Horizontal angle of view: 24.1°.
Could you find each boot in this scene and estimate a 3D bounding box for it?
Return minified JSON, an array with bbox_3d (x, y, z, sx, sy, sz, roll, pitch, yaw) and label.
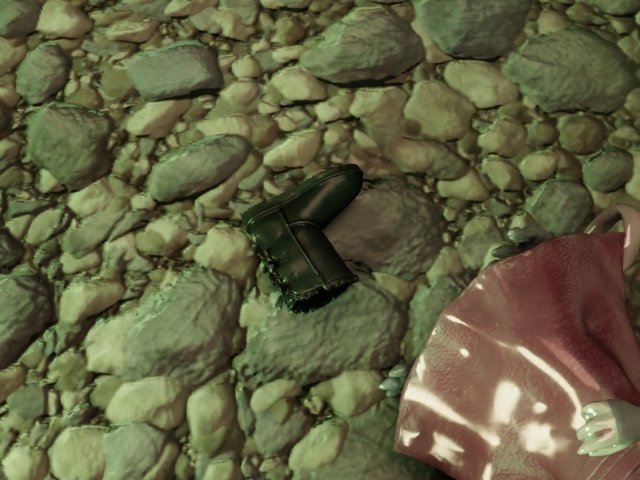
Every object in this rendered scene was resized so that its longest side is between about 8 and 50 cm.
[{"bbox_3d":[0.000,0.000,1.264,0.121,0.045,0.099,-26,65,-10],"label":"boot"}]

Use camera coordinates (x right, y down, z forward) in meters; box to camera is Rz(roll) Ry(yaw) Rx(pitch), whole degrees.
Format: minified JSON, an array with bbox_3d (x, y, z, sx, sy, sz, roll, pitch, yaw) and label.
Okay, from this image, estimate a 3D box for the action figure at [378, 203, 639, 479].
[{"bbox_3d":[0.230,0.176,1.115,0.276,0.248,0.370,-17,49,-43],"label":"action figure"}]
